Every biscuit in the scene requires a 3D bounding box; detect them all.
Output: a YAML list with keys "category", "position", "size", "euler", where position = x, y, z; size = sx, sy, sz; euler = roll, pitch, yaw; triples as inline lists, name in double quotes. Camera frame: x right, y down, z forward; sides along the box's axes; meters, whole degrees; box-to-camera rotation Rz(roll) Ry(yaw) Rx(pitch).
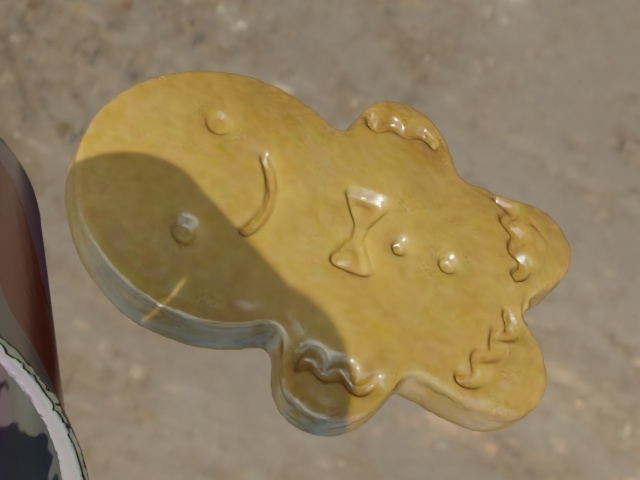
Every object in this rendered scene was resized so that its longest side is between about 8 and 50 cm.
- category: "biscuit"
  position: [0.001, -0.001, 1.342]
  size: [0.355, 0.275, 0.052]
  euler: [24, 143, -5]

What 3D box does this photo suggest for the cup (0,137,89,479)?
- category: "cup"
  position: [-0.189, 0.046, 0.803]
  size: [0.203, 0.288, 0.203]
  euler: [-2, 111, -4]
